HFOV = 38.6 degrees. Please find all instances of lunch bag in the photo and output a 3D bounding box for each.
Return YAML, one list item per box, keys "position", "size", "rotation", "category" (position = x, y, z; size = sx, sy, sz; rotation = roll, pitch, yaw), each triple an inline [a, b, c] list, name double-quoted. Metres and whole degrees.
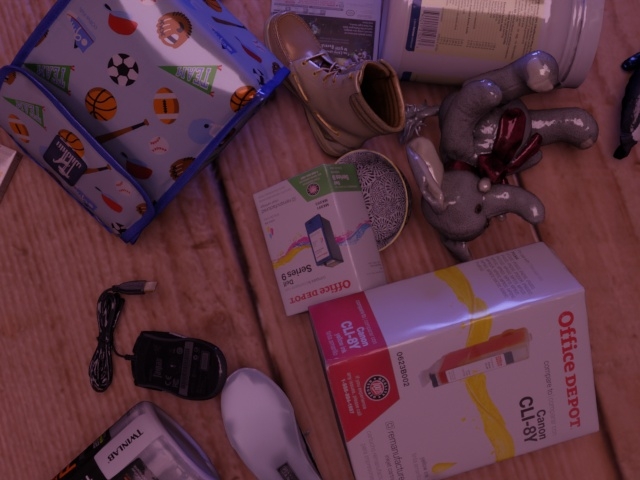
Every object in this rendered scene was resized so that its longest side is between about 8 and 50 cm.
- position: [-0.299, -0.218, 1.417]
  size: [0.328, 0.239, 0.385]
  rotation: [45, 113, -8]
  category: "lunch bag"

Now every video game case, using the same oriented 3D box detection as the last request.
- position: [0.008, -0.374, 1.577]
  size: [0.190, 0.022, 0.173]
  rotation: [5, 82, -1]
  category: "video game case"

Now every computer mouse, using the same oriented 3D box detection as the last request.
- position: [-0.249, 0.157, 1.461]
  size: [0.262, 0.060, 0.184]
  rotation: [0, 85, 26]
  category: "computer mouse"

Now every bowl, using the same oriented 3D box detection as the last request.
- position: [0.092, -0.065, 1.495]
  size: [0.170, 0.080, 0.170]
  rotation: [5, 98, 38]
  category: "bowl"

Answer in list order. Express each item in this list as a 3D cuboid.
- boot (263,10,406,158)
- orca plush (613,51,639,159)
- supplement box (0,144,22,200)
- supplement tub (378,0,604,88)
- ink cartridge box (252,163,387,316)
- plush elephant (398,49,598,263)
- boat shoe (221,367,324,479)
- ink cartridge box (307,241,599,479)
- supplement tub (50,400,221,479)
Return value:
- position: [0.022, -0.267, 1.449]
  size: [0.095, 0.203, 0.262]
  rotation: [-30, 97, -26]
  category: "boot"
- position: [0.562, -0.273, 1.561]
  size: [0.151, 0.102, 0.287]
  rotation: [23, 94, -43]
  category: "orca plush"
- position: [-0.549, -0.114, 1.524]
  size: [0.062, 0.036, 0.098]
  rotation: [24, 83, 2]
  category: "supplement box"
- position: [0.265, -0.361, 1.472]
  size: [0.325, 0.235, 0.235]
  rotation: [6, 83, -1]
  category: "supplement tub"
- position: [0.000, 0.000, 1.461]
  size: [0.154, 0.093, 0.212]
  rotation: [-19, 84, 33]
  category: "ink cartridge box"
- position: [0.254, -0.110, 1.432]
  size: [0.330, 0.272, 0.255]
  rotation: [-5, 69, 24]
  category: "plush elephant"
- position: [-0.060, 0.338, 1.444]
  size: [0.113, 0.105, 0.306]
  rotation: [-35, 91, -9]
  category: "boat shoe"
- position: [0.203, 0.195, 1.377]
  size: [0.385, 0.160, 0.279]
  rotation: [-16, 119, -3]
  category: "ink cartridge box"
- position: [-0.321, 0.413, 1.383]
  size: [0.316, 0.193, 0.193]
  rotation: [-42, 85, -7]
  category: "supplement tub"
